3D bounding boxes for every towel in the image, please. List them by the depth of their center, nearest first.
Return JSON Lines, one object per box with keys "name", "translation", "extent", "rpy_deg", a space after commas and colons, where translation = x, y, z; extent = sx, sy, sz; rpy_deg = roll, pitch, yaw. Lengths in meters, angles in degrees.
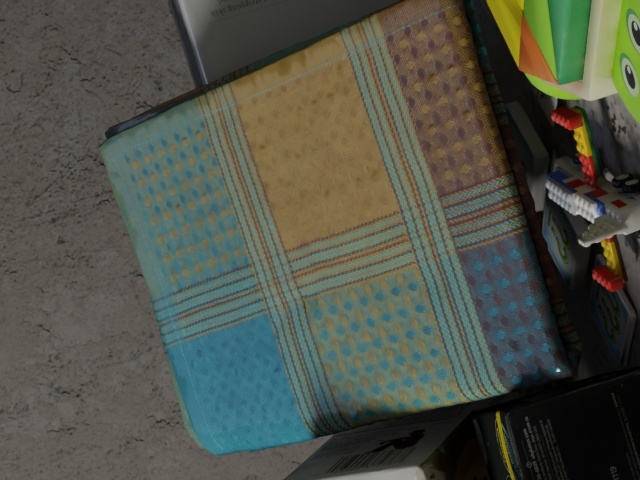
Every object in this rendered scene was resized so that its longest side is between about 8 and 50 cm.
{"name": "towel", "translation": [0.000, 0.000, 1.131], "extent": [0.370, 0.040, 0.271], "rpy_deg": [-19, 87, 44]}

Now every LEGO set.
{"name": "LEGO set", "translation": [0.145, -0.039, 1.007], "extent": [0.244, 0.060, 0.182], "rpy_deg": [83, 164, -61]}

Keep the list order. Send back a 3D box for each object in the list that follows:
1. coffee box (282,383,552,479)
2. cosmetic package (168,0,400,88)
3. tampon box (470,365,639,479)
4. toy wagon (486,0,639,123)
{"name": "coffee box", "translation": [0.095, 0.202, 1.224], "extent": [0.297, 0.118, 0.168], "rpy_deg": [-30, -74, -64]}
{"name": "cosmetic package", "translation": [0.022, -0.085, 1.290], "extent": [0.156, 0.217, 0.385], "rpy_deg": [166, 89, -84]}
{"name": "tampon box", "translation": [0.173, 0.156, 1.066], "extent": [0.161, 0.101, 0.120], "rpy_deg": [111, 142, -82]}
{"name": "toy wagon", "translation": [0.116, -0.178, 0.778], "extent": [0.267, 0.068, 0.344], "rpy_deg": [81, 170, -60]}
